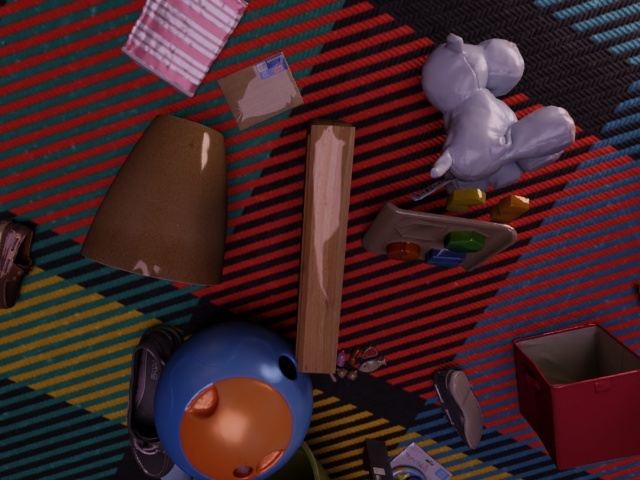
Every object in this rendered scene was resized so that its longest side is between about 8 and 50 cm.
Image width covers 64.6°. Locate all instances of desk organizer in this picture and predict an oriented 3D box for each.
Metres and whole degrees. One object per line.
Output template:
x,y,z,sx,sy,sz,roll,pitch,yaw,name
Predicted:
0.122,0.492,1.085,0.047,0.130,0.050,10,108,-6,desk organizer

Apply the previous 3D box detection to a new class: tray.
0.000,0.000,0.898,0.076,0.203,0.412,2,106,-3,tray

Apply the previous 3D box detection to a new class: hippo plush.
0.254,-0.212,0.877,0.293,0.234,0.237,-16,78,-9,hippo plush

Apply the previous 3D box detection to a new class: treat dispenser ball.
-0.157,0.294,0.932,0.287,0.288,0.289,-1,106,-2,treat dispenser ball

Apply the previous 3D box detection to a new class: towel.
-0.235,-0.367,0.875,0.144,0.029,0.197,34,105,-11,towel

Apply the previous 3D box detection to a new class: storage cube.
0.523,0.308,1.020,0.214,0.184,0.193,-11,107,1,storage cube

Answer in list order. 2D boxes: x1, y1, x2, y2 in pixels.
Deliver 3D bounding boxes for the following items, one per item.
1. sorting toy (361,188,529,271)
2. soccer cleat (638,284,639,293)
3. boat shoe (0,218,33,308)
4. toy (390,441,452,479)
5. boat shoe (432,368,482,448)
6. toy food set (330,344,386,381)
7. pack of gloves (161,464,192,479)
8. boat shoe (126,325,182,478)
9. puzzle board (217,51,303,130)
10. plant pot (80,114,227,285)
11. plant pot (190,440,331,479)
0.208,-0.009,0.872,0.228,0.307,0.041,12,70,-4,sorting toy
0.767,0.067,1.016,0.248,0.083,0.095,-38,100,11,soccer cleat
-0.584,0.051,0.961,0.060,0.064,0.178,12,103,-4,boat shoe
0.179,0.590,1.154,0.137,0.056,0.237,42,100,-14,toy
0.299,0.364,1.103,0.064,0.075,0.206,-2,120,43,boat shoe
0.073,0.259,1.071,0.122,0.019,0.078,-25,106,5,toy food set
-0.283,0.477,1.108,0.194,0.046,0.232,-20,106,3,pack of gloves
-0.346,0.341,1.022,0.112,0.095,0.336,7,100,9,boat shoe
-0.107,-0.269,0.916,0.128,0.011,0.097,-23,105,4,puzzle board
-0.255,-0.075,0.874,0.236,0.237,0.255,16,89,-7,plant pot
-0.063,0.633,1.022,0.366,0.367,0.353,-34,121,7,plant pot
